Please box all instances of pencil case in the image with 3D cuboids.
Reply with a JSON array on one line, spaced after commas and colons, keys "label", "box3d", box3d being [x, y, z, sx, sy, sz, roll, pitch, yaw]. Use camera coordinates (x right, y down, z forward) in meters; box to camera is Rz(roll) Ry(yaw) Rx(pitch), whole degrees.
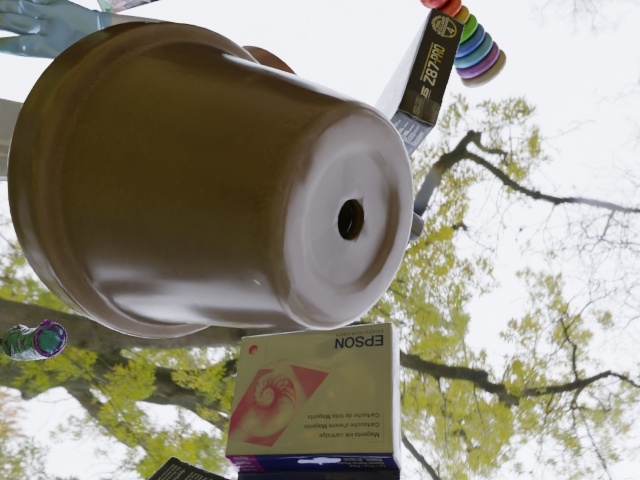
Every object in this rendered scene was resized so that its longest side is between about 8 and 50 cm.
[{"label": "pencil case", "box3d": [-0.536, 0.187, 1.077, 0.151, 0.064, 0.070, -11, -94, 38]}]

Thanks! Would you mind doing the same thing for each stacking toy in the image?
[{"label": "stacking toy", "box3d": [0.367, -0.572, 1.562, 0.141, 0.330, 0.141, -31, -144, 26]}]

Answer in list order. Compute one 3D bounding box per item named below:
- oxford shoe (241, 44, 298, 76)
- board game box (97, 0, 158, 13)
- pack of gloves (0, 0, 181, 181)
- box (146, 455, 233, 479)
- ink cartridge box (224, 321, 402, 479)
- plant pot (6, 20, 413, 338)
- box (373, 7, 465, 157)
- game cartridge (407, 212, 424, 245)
[{"label": "oxford shoe", "box3d": [-0.170, -0.206, 0.869, 0.146, 0.140, 0.397, -49, -149, -10]}, {"label": "board game box", "box3d": [-0.115, -0.359, 0.629, 0.317, 0.213, 0.046, -20, -96, -7]}, {"label": "pack of gloves", "box3d": [-0.224, -0.160, 0.605, 0.046, 0.232, 0.195, -4, -89, 43]}, {"label": "box", "box3d": [-0.205, 0.529, 0.832, 0.312, 0.179, 0.343, 1, -153, 37]}, {"label": "ink cartridge box", "box3d": [-0.014, 0.326, 1.070, 0.324, 0.071, 0.330, -9, -125, 19]}, {"label": "plant pot", "box3d": [-0.060, -0.035, 0.443, 0.229, 0.263, 0.263, 12, -114, 40]}, {"label": "box", "box3d": [0.181, -0.287, 1.359, 0.097, 0.395, 0.318, 23, -118, -7]}, {"label": "game cartridge", "box3d": [0.000, 0.000, 1.108, 0.230, 0.355, 0.068, 36, -133, -11]}]
